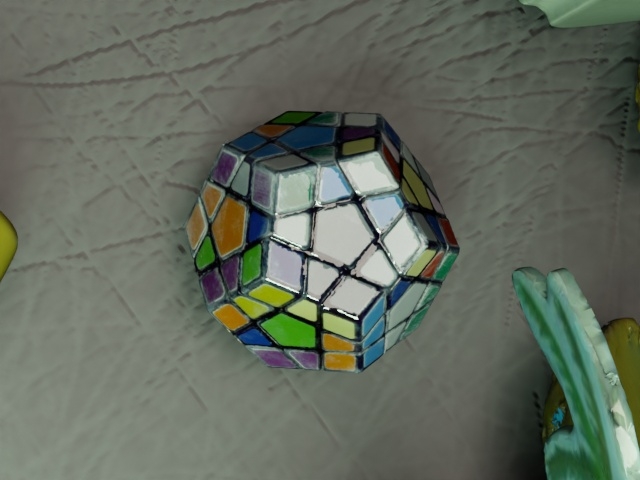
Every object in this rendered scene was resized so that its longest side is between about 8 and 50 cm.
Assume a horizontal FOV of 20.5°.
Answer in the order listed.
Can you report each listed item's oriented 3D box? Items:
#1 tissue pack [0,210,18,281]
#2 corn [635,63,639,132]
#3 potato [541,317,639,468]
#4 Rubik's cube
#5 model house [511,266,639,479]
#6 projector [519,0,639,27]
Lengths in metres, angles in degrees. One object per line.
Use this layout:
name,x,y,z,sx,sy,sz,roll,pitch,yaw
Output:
tissue pack,-0.214,-0.006,0.662,0.178,0.123,0.127,41,81,-6
corn,0.248,-0.071,0.781,0.231,0.080,0.080,-8,88,-15
potato,0.137,0.133,0.743,0.054,0.119,0.197,-20,95,28
Rubik's cube,0.000,0.000,0.718,0.111,0.093,0.111,0,88,-9
model house,-0.006,0.201,0.587,0.300,0.323,0.340,-13,89,-12
projector,0.218,-0.164,0.716,0.251,0.198,0.108,-7,88,-11
